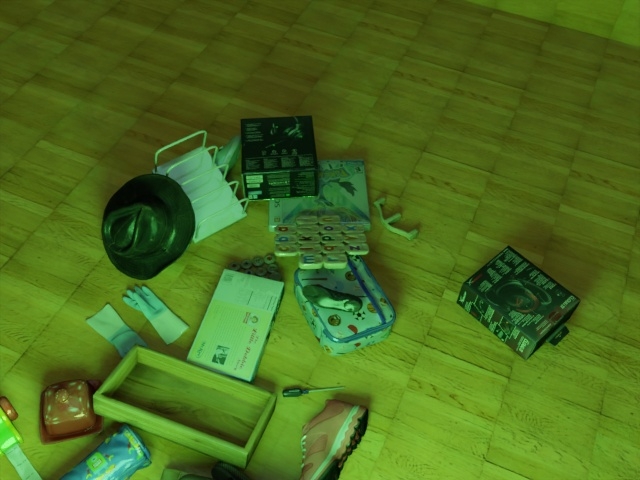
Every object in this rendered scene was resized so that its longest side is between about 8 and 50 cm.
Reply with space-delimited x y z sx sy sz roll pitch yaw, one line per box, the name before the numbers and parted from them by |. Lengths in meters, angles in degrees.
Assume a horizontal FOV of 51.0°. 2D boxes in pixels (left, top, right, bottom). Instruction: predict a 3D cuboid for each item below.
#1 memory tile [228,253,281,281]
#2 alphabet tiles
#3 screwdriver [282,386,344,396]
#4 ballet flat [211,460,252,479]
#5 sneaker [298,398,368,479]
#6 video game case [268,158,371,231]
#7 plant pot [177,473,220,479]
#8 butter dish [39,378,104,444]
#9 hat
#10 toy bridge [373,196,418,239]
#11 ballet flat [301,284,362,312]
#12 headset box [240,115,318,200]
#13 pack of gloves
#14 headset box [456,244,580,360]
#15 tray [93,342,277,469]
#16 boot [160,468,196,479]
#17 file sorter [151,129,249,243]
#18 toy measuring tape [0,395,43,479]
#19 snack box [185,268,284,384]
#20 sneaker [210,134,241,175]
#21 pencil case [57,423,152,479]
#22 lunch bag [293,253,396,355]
memory tile | -0.199 0.097 2.040 0.148 0.012 0.113 -12 53 -12
alphabet tiles | 0.000 0.000 2.018 0.277 0.021 0.284 -1 32 -4
screwdriver | -0.018 0.405 1.799 0.169 0.024 0.025 -2 22 -6
ballet flat | -0.155 0.608 1.605 0.249 0.084 0.058 30 32 24
sneaker | -0.003 0.523 1.667 0.136 0.116 0.314 19 46 25
video game case | -0.007 -0.154 2.231 0.328 0.036 0.300 -1 52 -3
plant pot | -0.208 0.644 1.408 0.280 0.323 0.323 22 54 14
butter dish | -0.642 0.414 1.704 0.160 0.118 0.160 -10 52 -10
hat | -0.540 -0.048 1.964 0.331 0.134 0.332 -1 86 20
toy bridge | 0.232 -0.067 2.178 0.063 0.026 0.188 -30 58 -22
ballet flat | 0.031 0.161 1.843 0.173 0.049 0.058 16 96 6
headset box | -0.139 -0.283 2.224 0.246 0.131 0.283 -4 52 -4
pack of gloves | -0.522 0.228 1.903 0.232 0.046 0.195 37 58 24
headset box | 0.579 0.185 1.937 0.218 0.110 0.293 -35 61 -26
tray | -0.339 0.415 1.708 0.410 0.076 0.203 17 36 10
boot | -0.399 0.659 1.546 0.236 0.089 0.270 20 54 -2
file sorter | -0.371 -0.174 2.086 0.192 0.173 0.278 -29 80 -21
toy measuring tape | -0.779 0.482 1.649 0.121 0.121 0.330 -35 61 -26
snack box | -0.234 0.241 1.888 0.187 0.060 0.322 13 55 8
sneaker | -0.370 -0.284 2.277 0.151 0.094 0.256 22 56 6
pencil case | -0.537 0.577 1.577 0.133 0.119 0.306 21 51 41
lunch bag | 0.068 0.168 1.933 0.243 0.115 0.303 -17 55 -18
